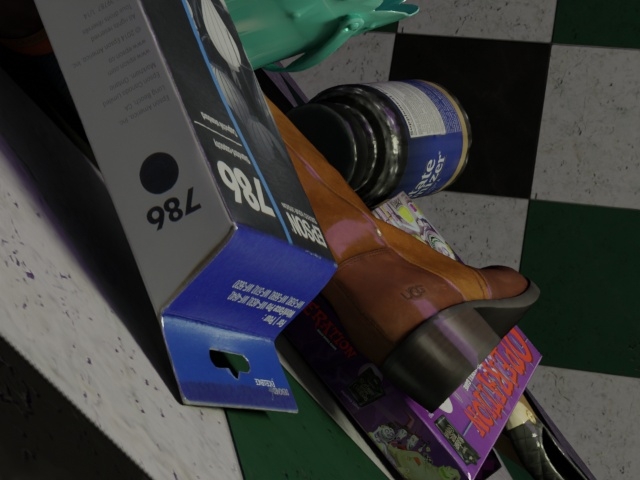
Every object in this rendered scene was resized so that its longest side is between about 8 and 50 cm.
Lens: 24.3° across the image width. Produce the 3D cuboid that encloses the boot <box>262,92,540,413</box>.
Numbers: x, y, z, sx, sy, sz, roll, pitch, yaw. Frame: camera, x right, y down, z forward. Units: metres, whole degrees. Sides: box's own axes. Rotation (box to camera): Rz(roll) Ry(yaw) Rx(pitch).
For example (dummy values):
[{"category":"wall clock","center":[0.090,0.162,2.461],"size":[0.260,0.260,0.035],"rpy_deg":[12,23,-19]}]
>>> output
[{"category":"boot","center":[0.023,-0.010,1.126],"size":[0.280,0.096,0.264],"rpy_deg":[44,26,7]}]

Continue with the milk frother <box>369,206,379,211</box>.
[{"category":"milk frother","center":[0.024,-0.076,1.647],"size":[0.129,0.143,0.134],"rpy_deg":[43,10,-18]}]

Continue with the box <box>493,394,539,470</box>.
[{"category":"box","center":[0.156,0.145,1.407],"size":[0.201,0.021,0.164],"rpy_deg":[37,17,-42]}]

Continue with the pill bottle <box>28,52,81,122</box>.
[{"category":"pill bottle","center":[-0.153,-0.142,0.972],"size":[0.160,0.087,0.087],"rpy_deg":[52,6,0]}]

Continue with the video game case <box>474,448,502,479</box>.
[{"category":"video game case","center":[0.065,0.098,1.403],"size":[0.232,0.042,0.210],"rpy_deg":[49,8,-29]}]

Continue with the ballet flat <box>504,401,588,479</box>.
[{"category":"ballet flat","center":[0.222,0.207,1.318],"size":[0.173,0.049,0.057],"rpy_deg":[51,27,4]}]

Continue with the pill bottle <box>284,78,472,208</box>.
[{"category":"pill bottle","center":[0.049,-0.093,1.449],"size":[0.122,0.123,0.219],"rpy_deg":[53,30,14]}]

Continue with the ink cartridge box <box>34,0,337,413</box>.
[{"category":"ink cartridge box","center":[-0.076,-0.068,0.829],"size":[0.332,0.065,0.165],"rpy_deg":[68,14,14]}]

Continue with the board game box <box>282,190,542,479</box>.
[{"category":"board game box","center":[0.079,0.074,1.234],"size":[0.208,0.056,0.347],"rpy_deg":[54,20,0]}]

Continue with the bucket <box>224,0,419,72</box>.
[{"category":"bucket","center":[-0.055,-0.266,1.188],"size":[0.281,0.183,0.281],"rpy_deg":[58,19,-33]}]

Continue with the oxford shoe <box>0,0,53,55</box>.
[{"category":"oxford shoe","center":[-0.235,-0.236,0.897],"size":[0.271,0.097,0.098],"rpy_deg":[53,13,18]}]
